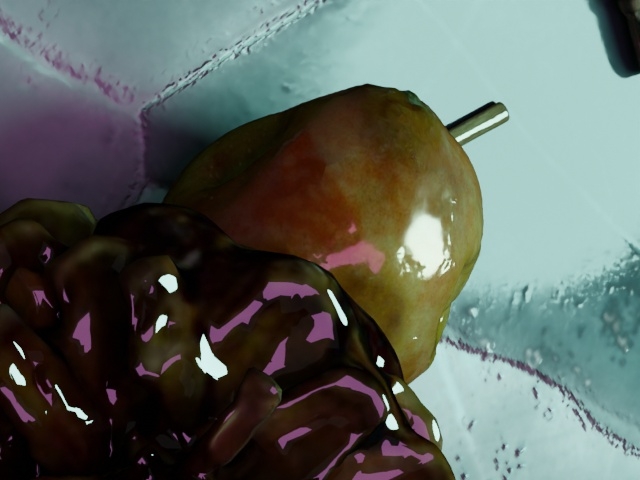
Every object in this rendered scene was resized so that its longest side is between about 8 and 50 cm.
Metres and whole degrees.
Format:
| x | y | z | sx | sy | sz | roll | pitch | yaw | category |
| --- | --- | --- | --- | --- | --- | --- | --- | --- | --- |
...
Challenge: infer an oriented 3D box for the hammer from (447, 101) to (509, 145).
| x | y | z | sx | sy | sz | roll | pitch | yaw | category |
| --- | --- | --- | --- | --- | --- | --- | --- | --- | --- |
| 0.068 | -0.055 | 1.385 | 0.182 | 0.017 | 0.062 | -28 | 110 | -23 | hammer |

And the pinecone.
| x | y | z | sx | sy | sz | roll | pitch | yaw | category |
| --- | --- | --- | --- | --- | --- | --- | --- | --- | --- |
| -0.113 | 0.172 | 0.980 | 0.397 | 0.397 | 0.398 | -5 | 100 | -28 | pinecone |

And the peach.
| x | y | z | sx | sy | sz | roll | pitch | yaw | category |
| --- | --- | --- | --- | --- | --- | --- | --- | --- | --- |
| 0.000 | 0.000 | 1.241 | 0.214 | 0.214 | 0.235 | 31 | 108 | -29 | peach |

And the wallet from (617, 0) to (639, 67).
| x | y | z | sx | sy | sz | roll | pitch | yaw | category |
| --- | --- | --- | --- | --- | --- | --- | --- | --- | --- |
| 0.278 | -0.209 | 1.464 | 0.118 | 0.038 | 0.153 | -27 | 111 | -25 | wallet |
